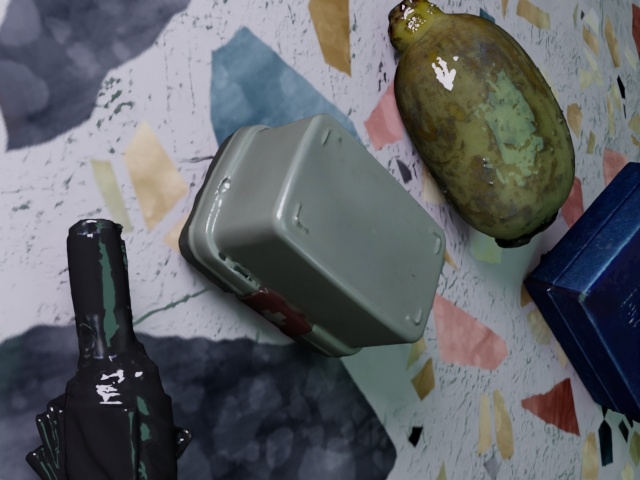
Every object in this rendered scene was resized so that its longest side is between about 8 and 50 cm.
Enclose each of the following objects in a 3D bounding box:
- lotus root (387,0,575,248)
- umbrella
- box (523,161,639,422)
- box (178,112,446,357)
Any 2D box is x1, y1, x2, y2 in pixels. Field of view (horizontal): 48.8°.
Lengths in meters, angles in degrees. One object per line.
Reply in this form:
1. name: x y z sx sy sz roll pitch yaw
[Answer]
1. lotus root: 0.175 -0.138 0.799 0.173 0.173 0.309 -44 107 -41
2. umbrella: -0.129 0.155 0.459 0.118 0.118 0.340 -3 86 -46
3. box: 0.463 0.075 1.022 0.261 0.116 0.279 -44 116 -15
4. box: 0.000 0.000 0.600 0.210 0.129 0.148 40 56 -33
